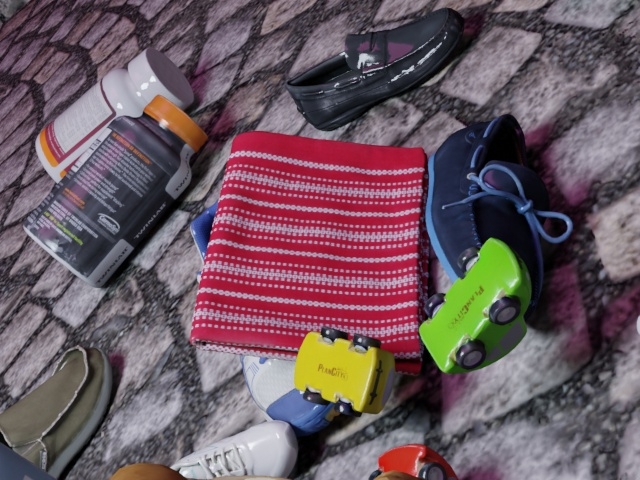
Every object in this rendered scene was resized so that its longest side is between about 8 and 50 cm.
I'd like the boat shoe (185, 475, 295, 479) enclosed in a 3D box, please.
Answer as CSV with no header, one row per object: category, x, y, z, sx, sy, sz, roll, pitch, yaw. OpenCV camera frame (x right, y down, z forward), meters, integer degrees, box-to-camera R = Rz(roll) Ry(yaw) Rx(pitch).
boat shoe,-0.106,0.250,0.964,0.285,0.103,0.092,-13,38,38

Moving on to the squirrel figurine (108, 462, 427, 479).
squirrel figurine,-0.100,0.317,0.614,0.370,0.281,0.397,-3,73,12

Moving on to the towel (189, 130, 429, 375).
towel,0.000,0.000,1.076,0.275,0.198,0.031,-83,-1,-47

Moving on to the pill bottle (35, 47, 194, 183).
pill bottle,-0.295,-0.171,1.737,0.221,0.121,0.121,-37,30,18

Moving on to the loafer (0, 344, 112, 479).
loafer,-0.313,0.213,1.306,0.094,0.087,0.251,-11,45,48

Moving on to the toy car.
toy car,0.085,0.098,0.862,0.225,0.053,0.239,-55,39,23

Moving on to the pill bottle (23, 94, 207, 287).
pill bottle,-0.254,-0.069,1.542,0.246,0.130,0.130,-50,28,-5

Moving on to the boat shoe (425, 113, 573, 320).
boat shoe,0.139,-0.034,0.978,0.089,0.109,0.258,-39,31,22

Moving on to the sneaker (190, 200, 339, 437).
sneaker,-0.059,0.065,1.102,0.112,0.131,0.296,-43,30,4

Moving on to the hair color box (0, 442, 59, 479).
hair color box,-0.370,0.311,1.157,0.374,0.185,0.114,-21,38,40

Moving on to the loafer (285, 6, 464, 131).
loafer,0.057,-0.196,1.327,0.223,0.078,0.076,-27,34,33

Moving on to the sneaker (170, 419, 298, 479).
sneaker,-0.082,0.197,1.025,0.152,0.061,0.054,-31,69,33

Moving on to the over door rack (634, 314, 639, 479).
over door rack,0.248,0.128,0.623,0.324,0.108,0.239,-53,28,-10
